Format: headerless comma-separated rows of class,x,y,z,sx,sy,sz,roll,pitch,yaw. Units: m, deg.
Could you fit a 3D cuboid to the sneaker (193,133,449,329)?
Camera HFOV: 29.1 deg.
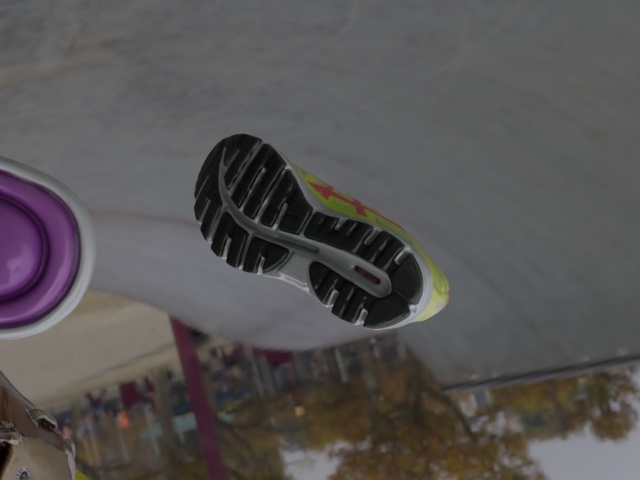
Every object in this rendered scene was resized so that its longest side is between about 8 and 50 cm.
sneaker,0.000,0.000,0.825,0.094,0.208,0.081,13,110,-57

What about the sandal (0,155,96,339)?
sandal,-0.353,-0.024,0.785,0.416,0.169,0.102,4,178,-8

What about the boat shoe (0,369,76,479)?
boat shoe,-0.175,0.120,0.614,0.123,0.116,0.324,-50,-179,-6

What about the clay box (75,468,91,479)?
clay box,-0.268,0.225,1.041,0.053,0.222,0.127,-30,-153,29
